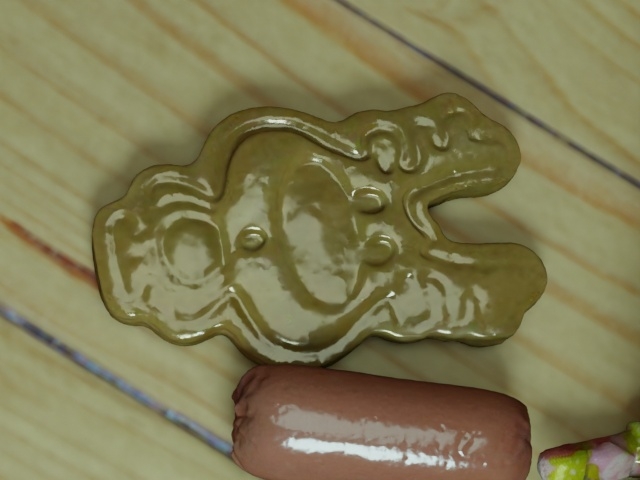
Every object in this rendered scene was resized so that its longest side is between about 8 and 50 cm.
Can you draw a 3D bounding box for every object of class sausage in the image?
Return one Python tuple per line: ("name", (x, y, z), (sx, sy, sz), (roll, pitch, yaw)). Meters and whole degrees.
("sausage", (0.030, 0.099, 1.005), (0.154, 0.062, 0.062), (8, 75, -7))

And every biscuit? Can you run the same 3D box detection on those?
("biscuit", (-0.002, -0.003, 1.044), (0.236, 0.040, 0.144), (-7, 72, -12))

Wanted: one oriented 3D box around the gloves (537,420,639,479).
("gloves", (0.191, 0.123, 0.986), (0.126, 0.145, 0.241), (4, 102, -34))
